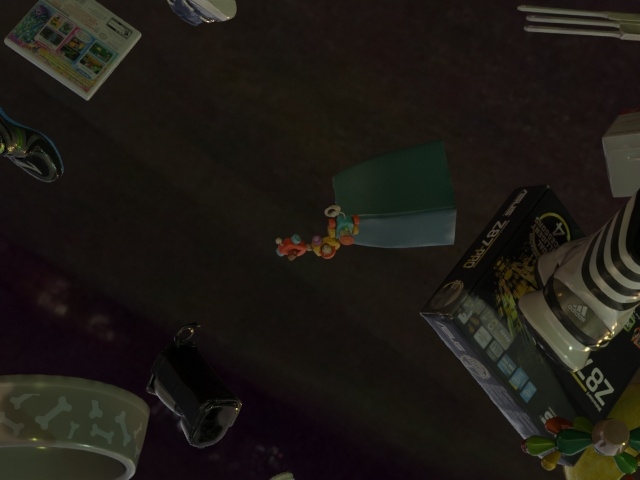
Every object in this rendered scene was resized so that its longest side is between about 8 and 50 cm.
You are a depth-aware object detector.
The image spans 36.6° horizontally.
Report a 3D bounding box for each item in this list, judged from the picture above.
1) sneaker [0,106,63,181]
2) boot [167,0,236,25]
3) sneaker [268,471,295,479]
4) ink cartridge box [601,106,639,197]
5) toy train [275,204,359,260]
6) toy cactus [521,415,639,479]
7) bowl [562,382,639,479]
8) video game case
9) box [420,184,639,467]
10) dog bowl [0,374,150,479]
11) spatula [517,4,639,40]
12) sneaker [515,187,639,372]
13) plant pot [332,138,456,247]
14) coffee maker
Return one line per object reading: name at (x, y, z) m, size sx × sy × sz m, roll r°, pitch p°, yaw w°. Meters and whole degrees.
sneaker at (-0.435, -0.135, 1.326) m, size 0.067 × 0.078 × 0.188 m, roll -25°, pitch 134°, yaw 25°
boot at (-0.224, -0.402, 1.544) m, size 0.086 × 0.069 × 0.190 m, roll -7°, pitch 152°, yaw 33°
sneaker at (-0.083, 0.539, 1.866) m, size 0.094 × 0.080 × 0.212 m, roll 55°, pitch 146°, yaw 31°
ink cartridge box at (0.629, -0.174, 1.848) m, size 0.128 × 0.176 × 0.127 m, roll -4°, pitch 112°, yaw 33°
toy train at (0.000, 0.000, 1.855) m, size 0.166 × 0.046 × 0.125 m, roll -35°, pitch 145°, yaw 32°
toy cactus at (0.393, 0.287, 1.343) m, size 0.219 × 0.112 × 0.180 m, roll 7°, pitch 163°, yaw 12°
bowl at (0.560, 0.367, 1.875) m, size 0.156 × 0.289 × 0.289 m, roll 47°, pitch 178°, yaw 20°
video game case at (-0.387, -0.317, 1.519) m, size 0.157 × 0.143 × 0.019 m, roll 35°, pitch 160°, yaw -3°
box at (0.394, 0.149, 1.703) m, size 0.395 × 0.318 × 0.097 m, roll 50°, pitch 158°, yaw -20°
dog bowl at (-0.447, 0.321, 1.537) m, size 0.349 × 0.102 × 0.348 m, roll -4°, pitch 152°, yaw -2°
spatula at (0.463, -0.375, 1.654) m, size 0.242 × 0.019 × 0.168 m, roll 6°, pitch -149°, yaw 4°
sneaker at (0.453, 0.035, 1.428) m, size 0.169 × 0.257 × 0.447 m, roll 49°, pitch -159°, yaw 6°
plant pot at (0.148, -0.082, 1.998) m, size 0.234 × 0.165 × 0.165 m, roll -9°, pitch 152°, yaw 2°
coffee maker at (-0.246, 0.285, 1.885) m, size 0.178 × 0.120 × 0.171 m, roll 40°, pitch 136°, yaw 39°
